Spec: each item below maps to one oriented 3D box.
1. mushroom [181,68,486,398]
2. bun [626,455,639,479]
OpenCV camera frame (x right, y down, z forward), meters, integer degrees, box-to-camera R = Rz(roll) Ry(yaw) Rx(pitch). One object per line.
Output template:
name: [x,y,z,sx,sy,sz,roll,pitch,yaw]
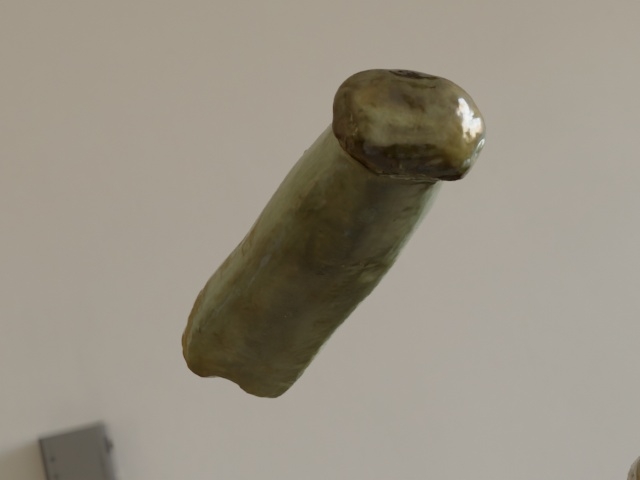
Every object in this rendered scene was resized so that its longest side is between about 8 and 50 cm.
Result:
mushroom: [0.000,0.000,0.897,0.100,0.081,0.312,24,-45,-12]
bun: [0.352,0.211,0.960,0.205,0.281,0.281,-46,-10,5]
